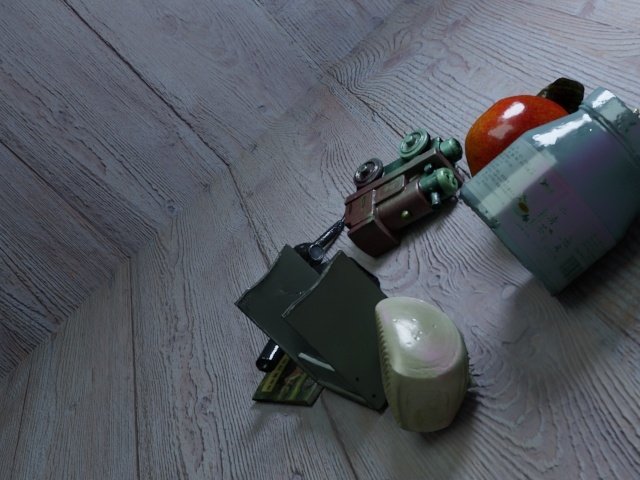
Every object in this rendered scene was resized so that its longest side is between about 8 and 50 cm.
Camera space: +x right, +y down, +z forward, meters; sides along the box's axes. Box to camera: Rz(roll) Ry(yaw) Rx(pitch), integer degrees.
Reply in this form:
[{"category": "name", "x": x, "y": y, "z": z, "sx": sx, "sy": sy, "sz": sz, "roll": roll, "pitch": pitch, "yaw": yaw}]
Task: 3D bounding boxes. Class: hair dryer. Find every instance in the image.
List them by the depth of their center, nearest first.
[{"category": "hair dryer", "x": -0.026, "y": 0.164, "z": 2.183, "sx": 0.244, "sy": 0.116, "sz": 0.302, "roll": -26, "pitch": 22, "yaw": 41}, {"category": "hair dryer", "x": 0.000, "y": 0.000, "z": 2.571, "sx": 0.219, "sy": 0.075, "sz": 0.195, "roll": -43, "pitch": 9, "yaw": -26}]

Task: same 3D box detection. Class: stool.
[{"category": "stool", "x": 0.021, "y": 0.156, "z": 1.920, "sx": 0.170, "sy": 0.269, "sz": 0.243, "roll": -50, "pitch": 22, "yaw": -15}]

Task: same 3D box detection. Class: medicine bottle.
[{"category": "medicine bottle", "x": 0.412, "y": -0.087, "z": 1.697, "sx": 0.290, "sy": 0.245, "sz": 0.245, "roll": -42, "pitch": 21, "yaw": 6}]

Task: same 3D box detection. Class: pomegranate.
[{"category": "pomegranate", "x": 0.376, "y": -0.169, "z": 1.969, "sx": 0.221, "sy": 0.221, "sz": 0.257, "roll": -50, "pitch": 14, "yaw": -14}]

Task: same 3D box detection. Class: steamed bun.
[{"category": "steamed bun", "x": 0.177, "y": 0.201, "z": 1.717, "sx": 0.152, "sy": 0.170, "sz": 0.239, "roll": -5, "pitch": 31, "yaw": -1}]

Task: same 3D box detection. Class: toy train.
[{"category": "toy train", "x": 0.190, "y": -0.110, "z": 2.309, "sx": 0.304, "sy": 0.150, "sz": 0.221, "roll": -30, "pitch": 36, "yaw": 30}]

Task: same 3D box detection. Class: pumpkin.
[{"category": "pumpkin", "x": 0.457, "y": -0.256, "z": 2.107, "sx": 0.183, "sy": 0.119, "sz": 0.107, "roll": -17, "pitch": 70, "yaw": 59}]

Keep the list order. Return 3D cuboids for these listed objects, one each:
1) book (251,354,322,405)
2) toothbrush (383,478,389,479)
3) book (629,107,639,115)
[{"category": "book", "x": -0.045, "y": 0.276, "z": 2.163, "sx": 0.228, "sy": 0.024, "sz": 0.160, "roll": -9, "pitch": 42, "yaw": 57}, {"category": "toothbrush", "x": 0.160, "y": 0.411, "z": 1.524, "sx": 0.023, "sy": 0.031, "sz": 0.321, "roll": -21, "pitch": 15, "yaw": -18}, {"category": "book", "x": 0.559, "y": -0.226, "z": 1.996, "sx": 0.077, "sy": 0.014, "sz": 0.111, "roll": -50, "pitch": 21, "yaw": -12}]
